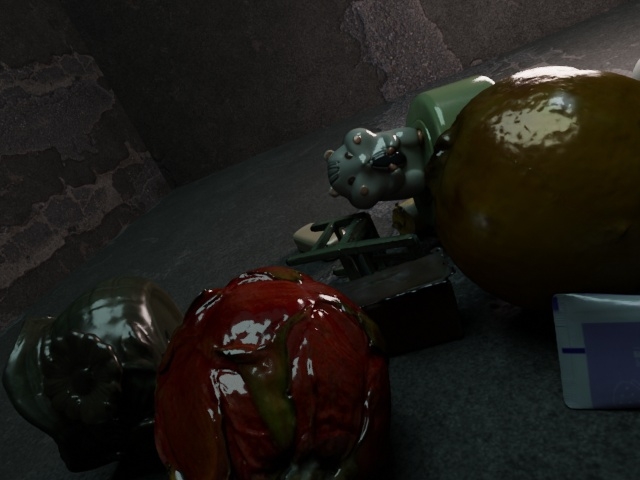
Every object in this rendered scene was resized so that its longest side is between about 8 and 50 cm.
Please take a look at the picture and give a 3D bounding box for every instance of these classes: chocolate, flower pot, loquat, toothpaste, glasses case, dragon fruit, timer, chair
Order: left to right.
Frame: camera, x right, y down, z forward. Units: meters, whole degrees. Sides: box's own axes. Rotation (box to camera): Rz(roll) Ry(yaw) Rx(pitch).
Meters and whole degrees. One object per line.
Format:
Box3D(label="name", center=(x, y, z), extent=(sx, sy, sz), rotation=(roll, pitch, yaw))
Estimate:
Box3D(label="flower pot", center=(-0.319, 0.209, 0.757), extent=(0.213, 0.301, 0.302), rotation=(-27, 21, -5))
Box3D(label="dragon fruit", center=(-0.055, 0.173, 0.553), extent=(0.277, 0.277, 0.342), rotation=(-32, 21, -16))
Box3D(label="glasses case", center=(0.000, 0.000, 1.198), extent=(0.083, 0.050, 0.196), rotation=(-31, 22, -19))
Box3D(label="chocolate", center=(0.068, 0.126, 0.748), extent=(0.321, 0.112, 0.112), rotation=(-21, 20, 16))
Box3D(label="chair", center=(0.092, 0.031, 0.899), extent=(0.270, 0.136, 0.147), rotation=(-13, 26, 34))
Box3D(label="timer", center=(0.167, -0.146, 0.911), extent=(0.315, 0.290, 0.291), rotation=(-8, 21, -4))
Box3D(label="chocolate", center=(0.264, -0.086, 1.082), extent=(0.219, 0.085, 0.086), rotation=(-30, 21, -23))
Box3D(label="loquat", center=(0.302, -0.066, 0.632), extent=(0.328, 0.328, 0.328), rotation=(-22, 21, 9))
Box3D(label="toothpaste", center=(0.417, 0.097, 0.432), extent=(0.371, 0.125, 0.080), rotation=(-9, -8, 31))

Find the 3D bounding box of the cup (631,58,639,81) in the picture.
Box3D(label="cup", center=(0.778, -0.322, 0.943), extent=(0.241, 0.185, 0.226), rotation=(9, 17, -3))
